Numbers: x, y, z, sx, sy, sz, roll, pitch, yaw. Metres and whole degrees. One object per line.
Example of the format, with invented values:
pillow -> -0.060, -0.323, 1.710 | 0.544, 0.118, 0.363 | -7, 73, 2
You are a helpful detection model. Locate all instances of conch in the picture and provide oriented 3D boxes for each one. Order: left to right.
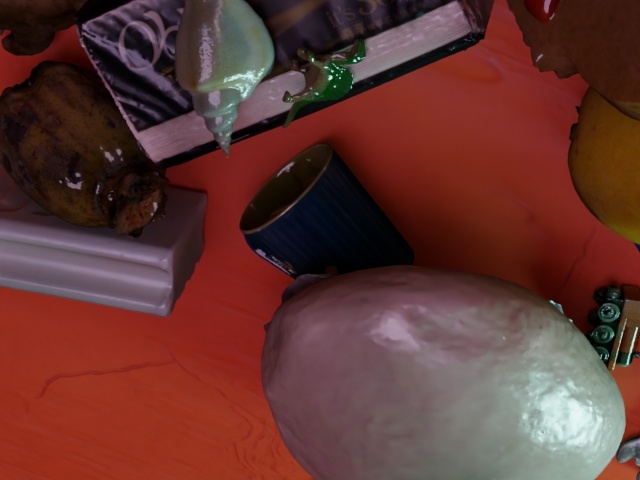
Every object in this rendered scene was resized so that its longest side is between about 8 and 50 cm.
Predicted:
conch -> -0.089, -0.160, 1.454 | 0.088, 0.065, 0.180 | 0, 115, 13

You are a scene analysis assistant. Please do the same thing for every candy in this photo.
candy -> 0.114, 0.169, 1.676 | 0.386, 0.186, 0.427 | -5, 144, 19

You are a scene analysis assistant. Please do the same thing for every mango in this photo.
mango -> 0.399, -0.077, 1.504 | 0.365, 0.253, 0.182 | 1, 103, -24

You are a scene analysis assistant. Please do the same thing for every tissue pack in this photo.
tissue pack -> -0.021, -0.232, 1.551 | 0.370, 0.210, 0.198 | -20, 109, 21

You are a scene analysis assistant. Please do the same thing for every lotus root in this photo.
lotus root -> -0.237, -0.085, 1.662 | 0.278, 0.154, 0.154 | 38, 129, 38

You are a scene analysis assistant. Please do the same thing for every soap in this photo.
soap -> -0.271, -0.009, 1.751 | 0.265, 0.160, 0.087 | 10, 118, 8

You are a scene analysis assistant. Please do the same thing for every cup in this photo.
cup -> 0.000, 0.000, 1.727 | 0.155, 0.131, 0.176 | 45, 147, -17

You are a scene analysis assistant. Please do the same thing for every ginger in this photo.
ginger -> -0.375, -0.265, 1.677 | 0.333, 0.080, 0.166 | 12, 154, 7

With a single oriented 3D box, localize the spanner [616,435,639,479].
spanner -> 0.422, 0.156, 1.767 | 0.071, 0.017, 0.302 | 30, 119, -4

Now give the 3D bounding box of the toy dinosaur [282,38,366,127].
toy dinosaur -> -0.002, -0.141, 1.476 | 0.060, 0.029, 0.119 | 13, 129, -20

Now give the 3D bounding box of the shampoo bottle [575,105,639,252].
shampoo bottle -> 0.326, -0.073, 1.647 | 0.087, 0.050, 0.183 | -29, 108, 19

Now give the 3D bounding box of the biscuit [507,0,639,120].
biscuit -> 0.303, -0.318, 1.371 | 0.394, 0.368, 0.076 | -37, 146, 26

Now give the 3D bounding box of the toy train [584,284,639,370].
toy train -> 0.325, 0.096, 1.745 | 0.064, 0.044, 0.103 | 7, 119, -3
